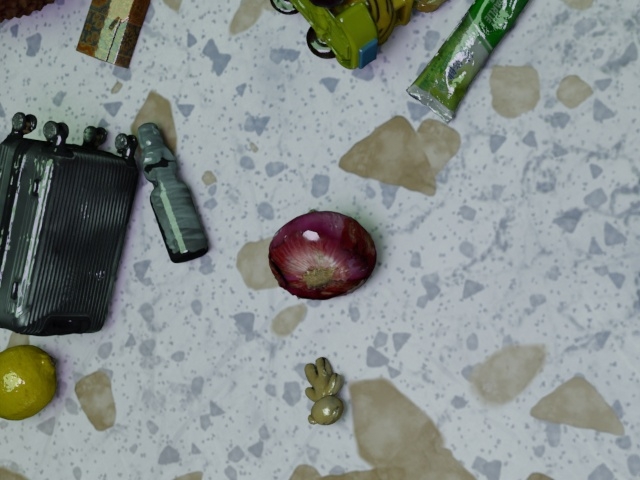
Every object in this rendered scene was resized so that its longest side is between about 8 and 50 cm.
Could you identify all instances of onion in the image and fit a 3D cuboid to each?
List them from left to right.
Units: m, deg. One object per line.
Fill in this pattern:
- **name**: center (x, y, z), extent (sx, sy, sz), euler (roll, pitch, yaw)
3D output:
- **onion**: center (0.000, 0.000, 1.774), extent (0.150, 0.150, 0.140), euler (-23, 44, 22)

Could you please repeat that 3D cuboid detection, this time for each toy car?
- **toy car**: center (0.016, -0.354, 1.737), extent (0.142, 0.200, 0.248), euler (-37, 82, -9)

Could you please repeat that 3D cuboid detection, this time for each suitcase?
- **suitcase**: center (-0.382, -0.017, 1.892), extent (0.128, 0.202, 0.312), euler (15, 95, 34)

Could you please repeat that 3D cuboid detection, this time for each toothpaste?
- **toothpaste**: center (0.210, -0.274, 1.717), extent (0.078, 0.047, 0.248), euler (40, 106, 16)

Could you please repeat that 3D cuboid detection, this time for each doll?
- **doll**: center (0.003, 0.207, 1.793), extent (0.061, 0.051, 0.093), euler (-30, 76, 27)

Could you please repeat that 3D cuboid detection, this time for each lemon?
- **lemon**: center (-0.450, 0.212, 1.965), extent (0.133, 0.109, 0.109), euler (-29, 78, 15)

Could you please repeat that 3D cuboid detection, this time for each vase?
- **vase**: center (-0.222, -0.073, 1.896), extent (0.060, 0.060, 0.211), euler (-25, 78, 22)

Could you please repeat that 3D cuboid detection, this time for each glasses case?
- **glasses case**: center (-0.292, -0.372, 1.939), extent (0.075, 0.049, 0.218), euler (23, 98, 23)

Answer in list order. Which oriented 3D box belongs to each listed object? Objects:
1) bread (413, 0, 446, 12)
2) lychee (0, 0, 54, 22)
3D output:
- **bread**: center (0.155, -0.352, 1.736), extent (0.066, 0.060, 0.110), euler (40, 107, -13)
- **lychee**: center (-0.489, -0.429, 1.930), extent (0.271, 0.271, 0.271), euler (-1, 88, 24)
